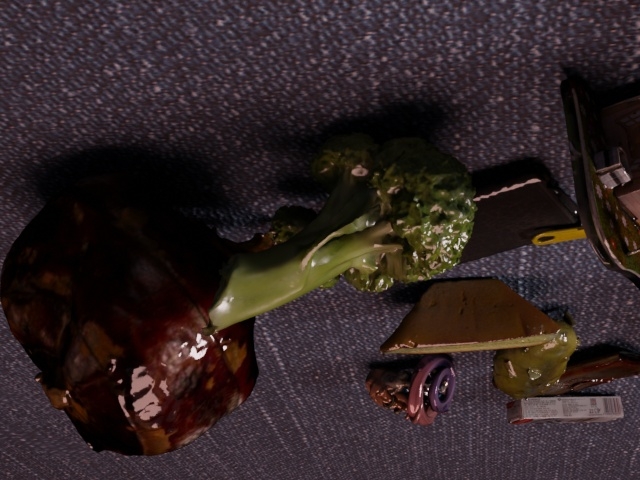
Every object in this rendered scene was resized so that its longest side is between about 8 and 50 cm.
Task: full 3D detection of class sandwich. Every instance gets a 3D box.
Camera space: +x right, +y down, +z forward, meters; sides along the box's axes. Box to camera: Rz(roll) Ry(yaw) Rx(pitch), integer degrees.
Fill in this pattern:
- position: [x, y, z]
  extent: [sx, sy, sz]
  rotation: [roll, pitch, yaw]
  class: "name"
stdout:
- position: [0.210, 0.115, 1.528]
  extent: [0.258, 0.096, 0.094]
  rotation: [-4, 159, 6]
  class: "sandwich"

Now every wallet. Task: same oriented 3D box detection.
- position: [0.155, -0.014, 1.335]
  extent: [0.321, 0.044, 0.170]
  rotation: [-17, 148, 25]
  class: "wallet"
- position: [0.435, 0.231, 1.806]
  extent: [0.137, 0.031, 0.255]
  rotation: [20, 150, -41]
  class: "wallet"

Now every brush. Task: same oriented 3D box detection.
- position: [0.362, -0.018, 1.311]
  extent: [0.205, 0.011, 0.083]
  rotation: [-10, 151, -2]
  class: "brush"

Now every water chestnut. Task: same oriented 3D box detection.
- position: [-0.194, 0.069, 1.267]
  extent: [0.347, 0.335, 0.335]
  rotation: [-33, 160, -19]
  class: "water chestnut"

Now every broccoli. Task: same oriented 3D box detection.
- position: [0.013, -0.023, 1.175]
  extent: [0.302, 0.186, 0.254]
  rotation: [-9, -177, 0]
  class: "broccoli"

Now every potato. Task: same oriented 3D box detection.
- position: [0.336, 0.183, 1.655]
  extent: [0.117, 0.090, 0.225]
  rotation: [-9, 152, -12]
  class: "potato"

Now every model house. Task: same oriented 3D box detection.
- position: [0.384, -0.049, 1.086]
  extent: [0.154, 0.207, 0.294]
  rotation: [-21, 146, 30]
  class: "model house"

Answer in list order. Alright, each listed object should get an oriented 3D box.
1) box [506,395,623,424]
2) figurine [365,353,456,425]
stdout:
- position: [0.440, 0.305, 1.903]
  extent: [0.218, 0.039, 0.055]
  rotation: [2, 161, -22]
  class: "box"
- position: [0.152, 0.258, 1.784]
  extent: [0.157, 0.126, 0.114]
  rotation: [-21, 103, 33]
  class: "figurine"
